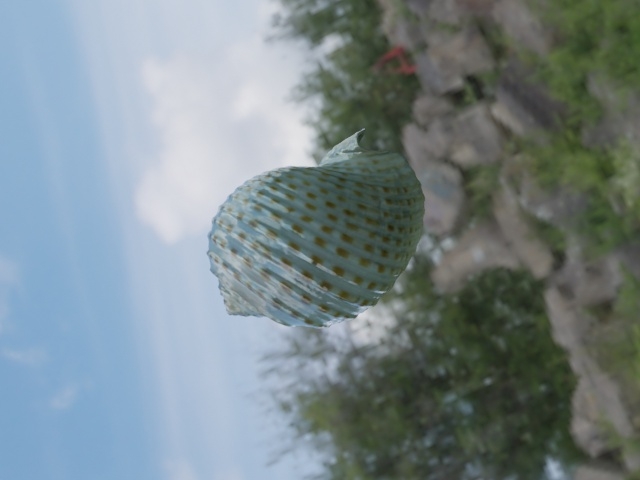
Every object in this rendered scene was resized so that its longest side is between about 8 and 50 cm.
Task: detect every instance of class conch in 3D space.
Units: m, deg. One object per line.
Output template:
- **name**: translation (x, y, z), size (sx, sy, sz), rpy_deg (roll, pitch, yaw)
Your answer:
- **conch**: translation (-0.001, 0.003, 0.578), size (0.076, 0.085, 0.057), rpy_deg (39, -152, -19)
